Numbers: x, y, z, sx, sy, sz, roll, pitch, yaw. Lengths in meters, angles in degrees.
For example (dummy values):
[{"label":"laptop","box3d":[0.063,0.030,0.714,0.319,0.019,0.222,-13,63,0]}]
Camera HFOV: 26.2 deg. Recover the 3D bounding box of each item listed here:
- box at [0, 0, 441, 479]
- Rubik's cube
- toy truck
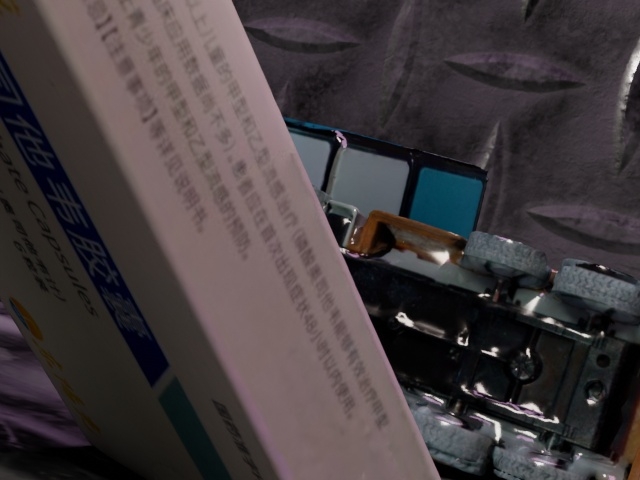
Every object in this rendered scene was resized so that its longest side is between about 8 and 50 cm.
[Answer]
[{"label":"box","box3d":[-0.089,-0.035,0.503,0.065,0.343,0.200,-40,34,-25]},{"label":"Rubik's cube","box3d":[0.001,0.000,1.099,0.167,0.180,0.183,11,2,-43]},{"label":"toy truck","box3d":[0.057,0.058,0.860,0.338,0.133,0.184,18,-5,22]}]
